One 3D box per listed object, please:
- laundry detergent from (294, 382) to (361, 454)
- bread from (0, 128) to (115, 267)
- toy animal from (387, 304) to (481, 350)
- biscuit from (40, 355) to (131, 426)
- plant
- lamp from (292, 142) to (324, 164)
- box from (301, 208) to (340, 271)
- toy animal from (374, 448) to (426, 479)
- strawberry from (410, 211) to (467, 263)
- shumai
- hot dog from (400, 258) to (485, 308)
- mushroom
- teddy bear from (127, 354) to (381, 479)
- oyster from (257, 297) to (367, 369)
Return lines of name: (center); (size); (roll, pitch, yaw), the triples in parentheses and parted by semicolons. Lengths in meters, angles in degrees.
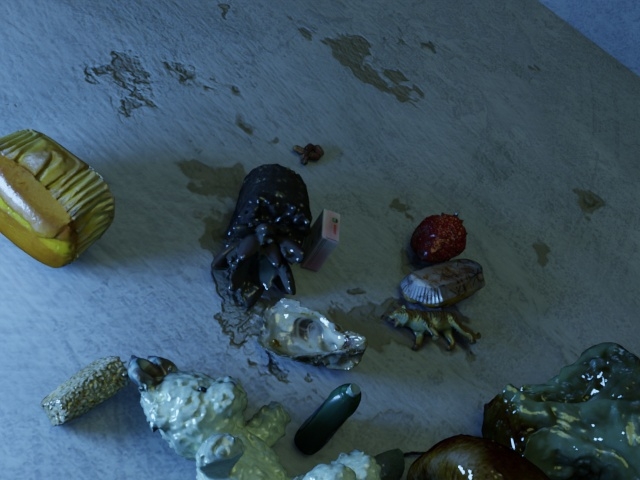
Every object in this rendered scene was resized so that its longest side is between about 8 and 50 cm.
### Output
laundry detergent: (0.029, 0.332, 1.798); (0.063, 0.211, 0.137); (44, 45, 11)
bread: (-0.564, -0.080, 1.820); (0.288, 0.204, 0.156); (41, 41, 2)
toy animal: (0.270, 0.201, 2.145); (0.241, 0.057, 0.099); (4, 52, -25)
biscuit: (-0.431, 0.276, 1.690); (0.168, 0.082, 0.070); (-34, 100, -43)
plant: (-0.124, -0.017, 2.029); (0.194, 0.182, 0.321); (19, 43, -14)
lamp: (-0.026, -0.224, 2.353); (0.083, 0.031, 0.063); (-12, 61, -40)
box: (0.000, 0.000, 2.115); (0.043, 0.125, 0.089); (19, 48, -16)
toy animal: (0.160, 0.462, 1.874); (0.252, 0.070, 0.079); (-7, 86, -44)
strawberry: (0.287, -0.005, 2.278); (0.148, 0.131, 0.131); (-8, 58, -48)
shumai: (0.517, 0.398, 1.967); (0.323, 0.324, 0.398); (6, 45, -6)
hot dog: (0.305, 0.102, 2.227); (0.252, 0.069, 0.131); (-15, 38, -39)
mushroom: (0.271, 0.513, 1.682); (0.334, 0.331, 0.356); (54, 41, 3)
teddy bear: (-0.134, 0.322, 1.652); (0.327, 0.375, 0.362); (8, 61, -66)
oyster: (-0.017, 0.218, 1.961); (0.232, 0.107, 0.162); (11, 52, 4)
